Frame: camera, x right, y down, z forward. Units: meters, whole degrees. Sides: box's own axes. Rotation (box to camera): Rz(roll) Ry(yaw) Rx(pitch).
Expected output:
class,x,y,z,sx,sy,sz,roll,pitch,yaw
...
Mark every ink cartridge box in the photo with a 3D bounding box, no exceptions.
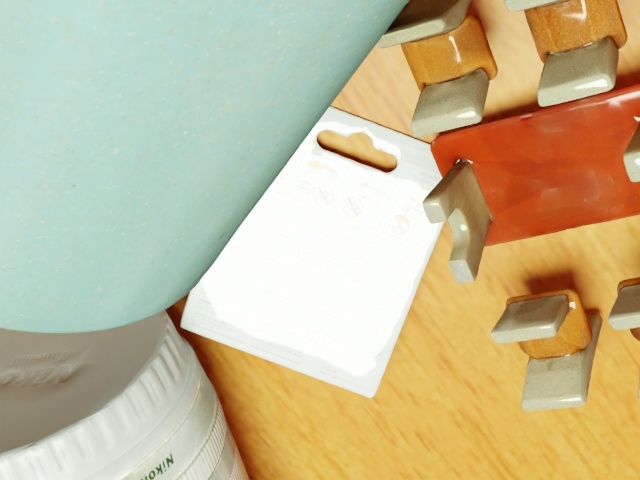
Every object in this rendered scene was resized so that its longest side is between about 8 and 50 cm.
class,x,y,z,sx,sy,sz,roll,pitch,yaw
ink cartridge box,0.000,0.000,0.767,0.145,0.045,0.179,21,102,-1

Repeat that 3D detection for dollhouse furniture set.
class,x,y,z,sx,sy,sz,roll,pitch,yaw
dollhouse furniture set,0.193,-0.053,0.665,0.259,0.135,0.262,-12,116,28

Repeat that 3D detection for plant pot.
class,x,y,z,sx,sy,sz,roll,pitch,yaw
plant pot,-0.102,-0.152,0.545,0.341,0.341,0.334,28,128,-6

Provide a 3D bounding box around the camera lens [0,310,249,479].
class,x,y,z,sx,sy,sz,roll,pitch,yaw
camera lens,-0.154,0.201,0.789,0.220,0.219,0.274,-10,116,15
